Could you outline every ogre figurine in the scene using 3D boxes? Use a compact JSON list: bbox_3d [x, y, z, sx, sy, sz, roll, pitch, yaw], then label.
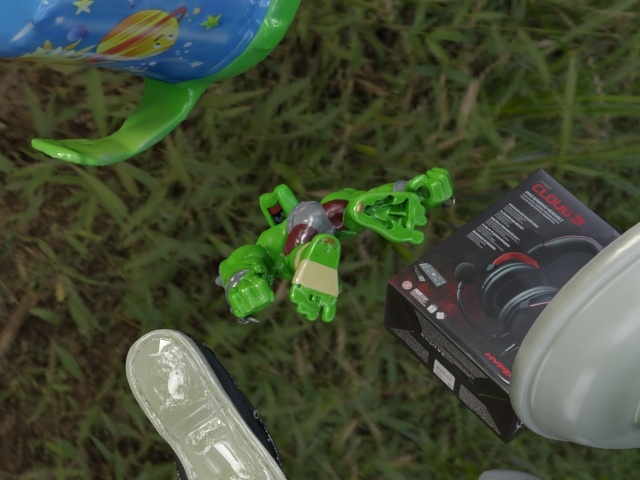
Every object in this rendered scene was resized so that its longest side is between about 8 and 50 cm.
[{"bbox_3d":[0.000,0.000,1.047,0.097,0.118,0.197,46,72,-20],"label":"ogre figurine"}]

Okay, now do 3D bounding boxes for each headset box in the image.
[{"bbox_3d":[0.255,0.065,1.646,0.293,0.218,0.110,-34,152,-23],"label":"headset box"}]

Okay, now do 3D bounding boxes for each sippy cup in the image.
[{"bbox_3d":[-0.164,-0.223,1.009,0.224,0.240,0.305,-15,83,-49],"label":"sippy cup"}]

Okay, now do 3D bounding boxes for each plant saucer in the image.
[{"bbox_3d":[0.372,0.090,1.267,0.400,0.100,0.400,-19,144,-14],"label":"plant saucer"}]

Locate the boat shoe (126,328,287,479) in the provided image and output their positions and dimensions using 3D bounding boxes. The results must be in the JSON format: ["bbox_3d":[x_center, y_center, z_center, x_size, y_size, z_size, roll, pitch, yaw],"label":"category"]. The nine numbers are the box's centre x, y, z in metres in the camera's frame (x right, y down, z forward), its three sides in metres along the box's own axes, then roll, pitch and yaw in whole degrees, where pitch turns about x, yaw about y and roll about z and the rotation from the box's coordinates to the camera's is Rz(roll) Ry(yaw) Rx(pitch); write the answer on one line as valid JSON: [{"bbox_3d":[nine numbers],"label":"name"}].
[{"bbox_3d":[-0.104,0.253,1.560,0.127,0.113,0.340,-34,85,11],"label":"boat shoe"}]

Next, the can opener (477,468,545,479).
[{"bbox_3d":[0.286,0.311,1.381,0.280,0.074,0.093,27,55,-6],"label":"can opener"}]
